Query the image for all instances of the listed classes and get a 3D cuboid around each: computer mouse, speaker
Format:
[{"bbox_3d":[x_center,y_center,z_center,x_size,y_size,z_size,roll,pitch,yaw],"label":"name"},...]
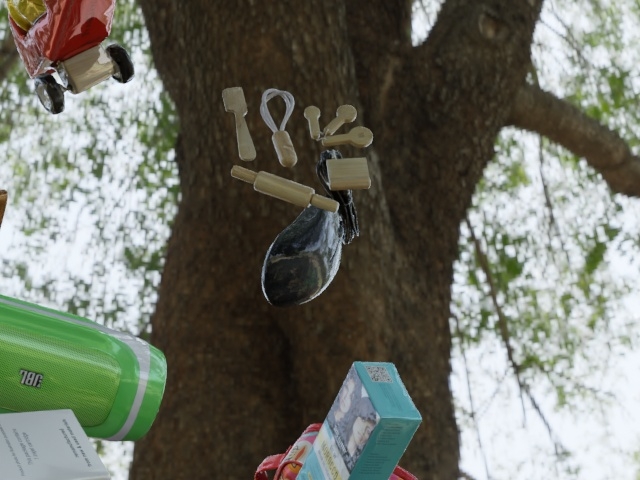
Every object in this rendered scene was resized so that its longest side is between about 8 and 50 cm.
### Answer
[{"bbox_3d":[0.000,0.000,1.696,0.072,0.272,0.188,9,-45,28],"label":"computer mouse"},{"bbox_3d":[-0.327,0.136,1.187,0.296,0.131,0.131,19,-43,-23],"label":"speaker"}]

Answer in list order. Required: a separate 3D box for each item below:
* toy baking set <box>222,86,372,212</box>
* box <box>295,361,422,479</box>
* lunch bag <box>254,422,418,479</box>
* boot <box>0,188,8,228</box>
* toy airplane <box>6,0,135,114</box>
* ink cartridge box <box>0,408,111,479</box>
[{"bbox_3d":[-0.041,-0.138,1.569,0.256,0.196,0.030,16,-36,6],"label":"toy baking set"},{"bbox_3d":[0.040,0.276,1.361,0.060,0.100,0.244,6,-56,-27],"label":"box"},{"bbox_3d":[0.012,0.429,1.702,0.258,0.120,0.293,29,-44,10],"label":"lunch bag"},{"bbox_3d":[-0.547,-0.038,1.468,0.280,0.096,0.264,-11,-60,-47],"label":"boot"},{"bbox_3d":[-0.351,-0.381,1.415,0.384,0.272,0.386,-40,-12,14],"label":"toy airplane"},{"bbox_3d":[-0.332,0.257,0.879,0.273,0.114,0.197,1,-67,-33],"label":"ink cartridge box"}]
